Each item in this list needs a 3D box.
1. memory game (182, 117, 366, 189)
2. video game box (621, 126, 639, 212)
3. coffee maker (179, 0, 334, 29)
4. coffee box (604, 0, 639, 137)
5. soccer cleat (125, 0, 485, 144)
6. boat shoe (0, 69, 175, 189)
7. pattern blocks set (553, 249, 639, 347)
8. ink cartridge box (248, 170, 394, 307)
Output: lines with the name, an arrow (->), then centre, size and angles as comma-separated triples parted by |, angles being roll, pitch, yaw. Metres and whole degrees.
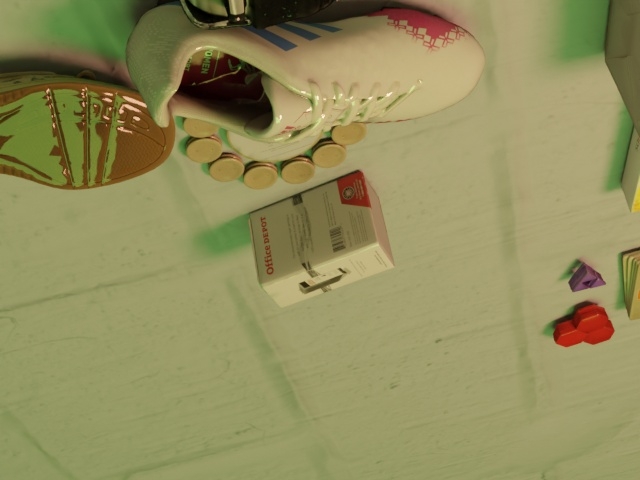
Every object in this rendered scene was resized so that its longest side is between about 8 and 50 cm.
memory game -> -0.045, -0.113, 1.167 | 0.186, 0.012, 0.186 | -7, 144, -5
video game box -> 0.427, -0.120, 1.259 | 0.187, 0.048, 0.205 | -11, 144, -4
coffee maker -> -0.037, -0.265, 0.895 | 0.171, 0.120, 0.178 | -28, 149, -18
coffee box -> 0.423, -0.213, 1.069 | 0.297, 0.119, 0.168 | -11, 143, -1
soccer cleat -> -0.003, -0.131, 1.030 | 0.331, 0.143, 0.116 | 1, 131, -17
boat shoe -> -0.275, -0.108, 1.063 | 0.285, 0.089, 0.104 | 0, 117, -20
pattern blocks set -> 0.470, 0.041, 1.506 | 0.325, 0.026, 0.285 | -7, 144, -7
ink cartridge box -> 0.000, 0.000, 1.258 | 0.135, 0.099, 0.056 | -20, 144, 13
